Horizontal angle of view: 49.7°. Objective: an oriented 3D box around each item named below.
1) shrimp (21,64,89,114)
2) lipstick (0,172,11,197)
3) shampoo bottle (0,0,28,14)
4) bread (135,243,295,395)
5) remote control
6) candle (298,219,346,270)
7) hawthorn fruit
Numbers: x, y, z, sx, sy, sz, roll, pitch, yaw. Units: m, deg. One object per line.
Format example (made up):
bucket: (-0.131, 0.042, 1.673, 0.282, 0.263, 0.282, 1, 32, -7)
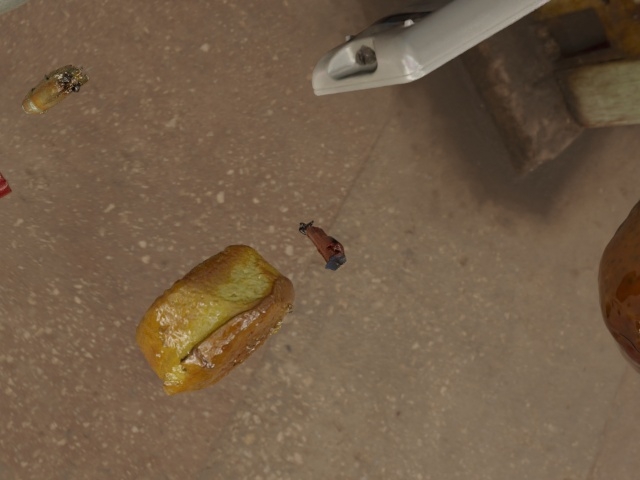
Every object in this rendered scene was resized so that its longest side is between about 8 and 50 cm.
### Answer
shrimp: (-0.415, -0.246, 1.096, 0.041, 0.180, 0.099, 49, 55, -31)
lipstick: (-0.654, -0.037, 1.139, 0.280, 0.073, 0.073, -35, 110, -21)
shampoo bottle: (-0.488, -0.419, 0.830, 0.318, 0.322, 0.322, 1, 93, 3)
bread: (-0.157, 0.125, 1.053, 0.268, 0.268, 0.146, -40, 78, -23)
remote control: (0.130, -0.194, 0.503, 0.313, 0.109, 0.055, -36, 114, -27)
candle: (0.001, -0.001, 0.746, 0.021, 0.167, 0.026, 23, 98, -16)
hawthorn fruit: (0.373, 0.064, 0.677, 0.208, 0.208, 0.248, 53, 51, -23)
